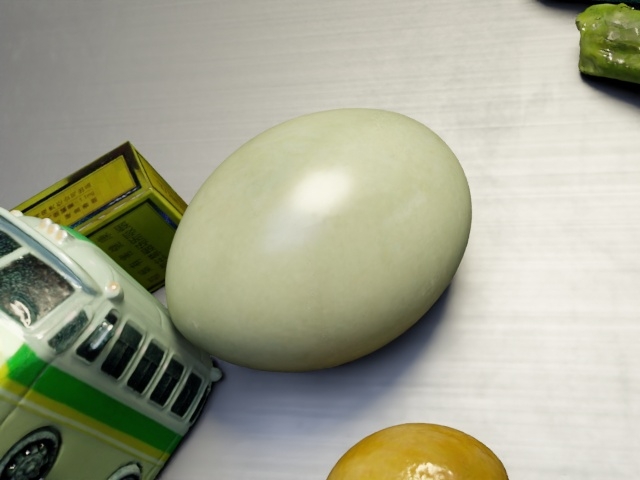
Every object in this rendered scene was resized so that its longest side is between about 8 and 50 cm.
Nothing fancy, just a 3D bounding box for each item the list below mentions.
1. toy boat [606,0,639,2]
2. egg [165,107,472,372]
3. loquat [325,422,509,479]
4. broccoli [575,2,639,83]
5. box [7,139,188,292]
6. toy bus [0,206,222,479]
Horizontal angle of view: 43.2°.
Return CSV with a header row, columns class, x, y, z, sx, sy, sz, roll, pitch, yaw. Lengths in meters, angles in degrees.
class,x,y,z,sx,sy,sz,roll,pitch,yaw
toy boat,0.251,-0.273,0.721,0.174,0.091,0.110,9,89,24
egg,0.000,0.000,0.618,0.253,0.187,0.187,-28,62,-15
loquat,0.071,0.200,0.546,0.163,0.137,0.163,-9,51,11
broccoli,0.333,-0.130,0.617,0.304,0.145,0.165,26,83,40
box,-0.219,0.021,0.698,0.220,0.141,0.064,-32,64,1
toy bus,-0.189,0.091,0.589,0.133,0.276,0.165,31,75,24
